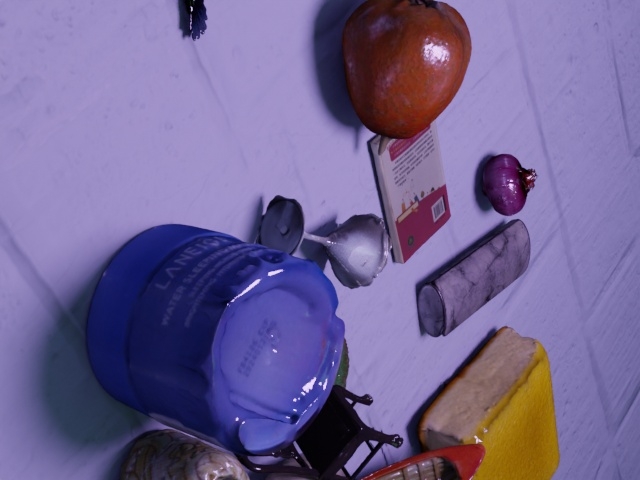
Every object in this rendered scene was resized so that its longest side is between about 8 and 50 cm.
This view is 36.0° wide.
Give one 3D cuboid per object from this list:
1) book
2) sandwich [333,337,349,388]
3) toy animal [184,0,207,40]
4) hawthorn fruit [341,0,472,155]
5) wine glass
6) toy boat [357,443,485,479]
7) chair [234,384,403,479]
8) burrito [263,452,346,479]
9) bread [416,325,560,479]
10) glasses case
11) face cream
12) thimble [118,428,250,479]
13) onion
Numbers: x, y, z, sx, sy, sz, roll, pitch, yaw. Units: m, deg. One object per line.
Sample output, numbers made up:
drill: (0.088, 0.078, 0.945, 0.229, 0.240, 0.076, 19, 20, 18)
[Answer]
book: (0.154, -0.097, 1.635, 0.162, 0.022, 0.231, -42, 130, -38)
sandwich: (-0.024, 0.161, 1.449, 0.159, 0.079, 0.235, -9, 107, -49)
toy animal: (-0.131, -0.356, 1.200, 0.108, 0.062, 0.220, -10, 110, -30)
hawthorn fruit: (0.116, -0.236, 1.435, 0.199, 0.199, 0.251, -19, 129, -46)
wine glass: (0.000, 0.000, 1.417, 0.183, 0.122, 0.122, 15, 89, -45)
toy boat: (0.112, 0.447, 1.624, 0.392, 0.136, 0.079, -25, 149, -25)
chair: (-0.011, 0.270, 1.390, 0.229, 0.106, 0.113, 24, 108, -42)
burrito: (-0.038, 0.395, 1.379, 0.299, 0.105, 0.143, -26, 99, -74)
bread: (0.330, 0.386, 1.893, 0.324, 0.143, 0.333, -37, 127, -40)
glasses case: (0.287, 0.064, 1.811, 0.299, 0.060, 0.114, -32, 124, -41)
face cream: (-0.121, 0.117, 1.207, 0.249, 0.225, 0.248, -19, 115, -48)
thimble: (-0.176, 0.348, 1.269, 0.137, 0.144, 0.190, -6, 106, -50)
onion: (0.346, -0.104, 1.803, 0.115, 0.105, 0.115, -17, 90, -76)
